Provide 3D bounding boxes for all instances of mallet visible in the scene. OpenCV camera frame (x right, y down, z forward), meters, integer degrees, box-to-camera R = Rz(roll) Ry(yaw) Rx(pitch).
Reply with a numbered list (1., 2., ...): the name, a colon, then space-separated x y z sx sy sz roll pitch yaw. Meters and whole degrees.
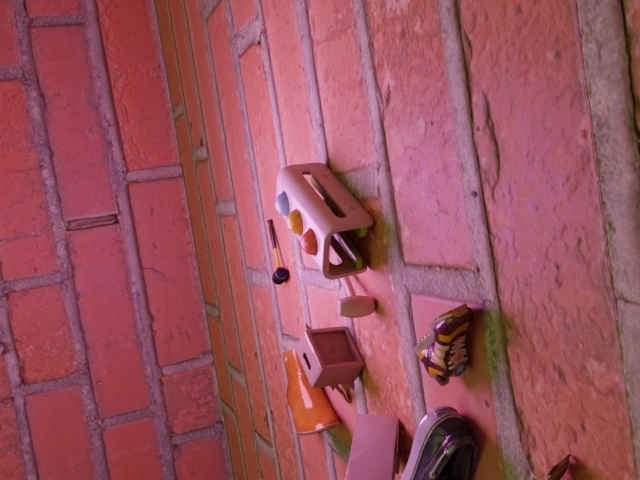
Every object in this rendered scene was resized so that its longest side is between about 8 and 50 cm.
1. mallet: -0.129 0.035 1.988 0.062 0.039 0.189 114 146 -60

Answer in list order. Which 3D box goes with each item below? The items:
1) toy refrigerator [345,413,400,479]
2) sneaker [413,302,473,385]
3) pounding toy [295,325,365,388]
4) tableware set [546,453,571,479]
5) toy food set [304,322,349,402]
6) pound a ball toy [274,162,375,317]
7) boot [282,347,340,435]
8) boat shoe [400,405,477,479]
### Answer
1. toy refrigerator: 0.100 0.454 1.330 0.269 0.094 0.102 -68 -21 -66
2. sneaker: 0.212 0.169 1.117 0.084 0.069 0.185 60 159 23
3. pounding toy: 0.019 0.258 1.589 0.141 0.130 0.100 63 141 38
4. tableware set: 0.274 0.359 0.936 0.020 0.141 0.168 38 139 33
5. toy food set: 0.000 0.300 1.687 0.192 0.038 0.132 62 -177 39
6. pound a ball toy: 0.000 0.000 1.482 0.319 0.136 0.208 -125 32 -49
7. boot: -0.040 0.382 1.813 0.295 0.104 0.211 152 107 -73
8. boat shoe: 0.206 0.428 1.200 0.102 0.108 0.301 -127 41 -53
